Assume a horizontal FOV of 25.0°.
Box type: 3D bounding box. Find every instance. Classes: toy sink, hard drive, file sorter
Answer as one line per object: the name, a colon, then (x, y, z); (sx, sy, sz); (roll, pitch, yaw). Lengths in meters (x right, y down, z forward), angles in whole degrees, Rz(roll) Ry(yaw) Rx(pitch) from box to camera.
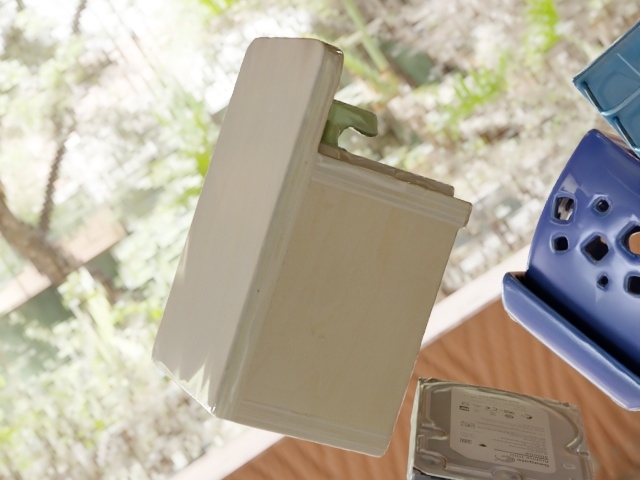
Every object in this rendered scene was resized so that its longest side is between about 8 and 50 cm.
toy sink: (0.000, 0.000, 0.935); (0.153, 0.131, 0.234); (20, 93, 67)
hard drive: (0.234, 0.279, 1.899); (0.237, 0.064, 0.339); (10, 16, 4)
file sorter: (0.297, -0.089, 1.097); (0.118, 0.170, 0.104); (-42, 16, 14)

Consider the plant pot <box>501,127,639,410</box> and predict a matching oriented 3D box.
plant pot: (0.334, 0.040, 1.498); (0.212, 0.236, 0.236); (-56, -21, 13)
